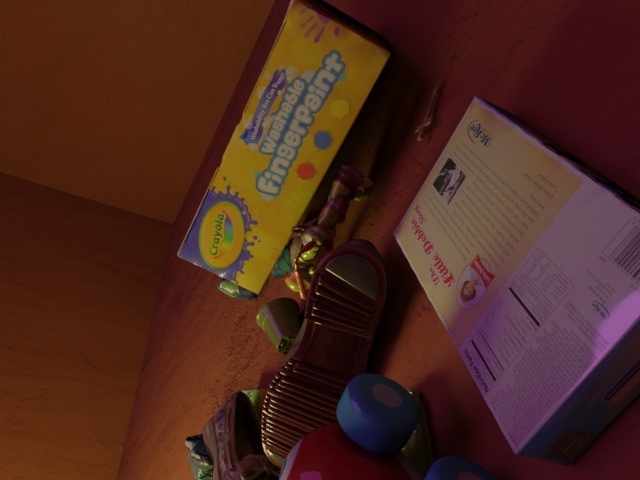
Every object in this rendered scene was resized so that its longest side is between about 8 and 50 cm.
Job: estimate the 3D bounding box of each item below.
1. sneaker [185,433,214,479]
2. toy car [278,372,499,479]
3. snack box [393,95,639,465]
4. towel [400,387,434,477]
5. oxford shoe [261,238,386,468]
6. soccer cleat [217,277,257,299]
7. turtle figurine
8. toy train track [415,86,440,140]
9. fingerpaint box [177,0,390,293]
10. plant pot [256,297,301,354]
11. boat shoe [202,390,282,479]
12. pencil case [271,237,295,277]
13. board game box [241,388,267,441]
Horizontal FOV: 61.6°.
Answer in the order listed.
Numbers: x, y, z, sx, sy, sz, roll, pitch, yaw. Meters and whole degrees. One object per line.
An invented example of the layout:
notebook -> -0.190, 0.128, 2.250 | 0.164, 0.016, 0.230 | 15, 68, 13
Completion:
sneaker -> -0.236, 0.478, 1.151 | 0.224, 0.083, 0.098 | 152, 112, -67
toy car -> -0.008, 0.259, 0.436 | 0.210, 0.238, 0.219 | 41, 117, 40
snack box -> 0.176, 0.007, 0.490 | 0.187, 0.060, 0.322 | -62, 23, 24
towel -> 0.084, 0.244, 0.574 | 0.110, 0.027, 0.148 | -53, 27, 37
oxford shoe -> 0.016, 0.161, 0.744 | 0.130, 0.123, 0.348 | -45, -22, -72
soccer cleat -> -0.197, 0.021, 1.324 | 0.093, 0.121, 0.289 | -56, 26, 37
turtle figurine -> 0.000, 0.000, 0.840 | 0.217, 0.087, 0.269 | -62, -16, -16
toy train track -> 0.156, -0.178, 0.758 | 0.048, 0.014, 0.083 | 158, 133, -73
fingerpaint box -> -0.056, -0.188, 0.967 | 0.444, 0.163, 0.371 | -60, 9, 23
plant pot -> -0.064, 0.159, 0.960 | 0.083, 0.083, 0.079 | -62, 36, 26
boat shoe -> -0.115, 0.348, 0.858 | 0.089, 0.105, 0.285 | -58, 34, 2
pencil case -> -0.060, 0.033, 1.054 | 0.152, 0.065, 0.070 | 156, 115, -63
board game box -> -0.142, 0.409, 0.995 | 0.124, 0.039, 0.259 | -30, 44, 61
